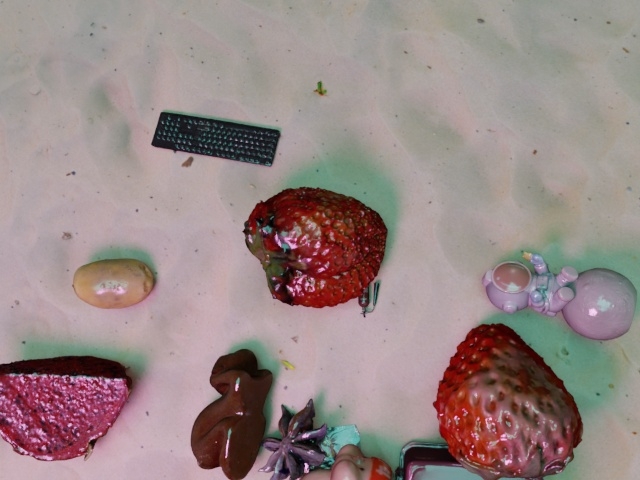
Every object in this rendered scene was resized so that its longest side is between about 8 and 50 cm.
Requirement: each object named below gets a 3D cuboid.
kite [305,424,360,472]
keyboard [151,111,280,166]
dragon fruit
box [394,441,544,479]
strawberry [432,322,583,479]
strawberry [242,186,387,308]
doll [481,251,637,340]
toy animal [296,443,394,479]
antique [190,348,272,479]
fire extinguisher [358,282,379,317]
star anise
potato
[{"bbox_3d":[0.047,0.512,1.291,0.141,0.015,0.245,-23,76,5],"label":"kite"},{"bbox_3d":[-0.254,-0.242,1.492,0.310,0.018,0.100,11,80,11],"label":"keyboard"},{"bbox_3d":[-0.562,0.362,1.365,0.317,0.152,0.204,4,97,-4],"label":"dragon fruit"},{"bbox_3d":[0.284,0.498,1.178,0.294,0.167,0.193,1,81,10],"label":"box"},{"bbox_3d":[0.342,0.271,1.153,0.265,0.149,0.336,-3,40,4],"label":"strawberry"},{"bbox_3d":[0.000,0.000,1.307,0.289,0.250,0.238,-22,40,-17],"label":"strawberry"},{"bbox_3d":[0.470,0.110,1.248,0.287,0.151,0.150,11,81,18],"label":"doll"},{"bbox_3d":[0.050,0.492,1.207,0.198,0.171,0.171,-23,76,4],"label":"toy animal"},{"bbox_3d":[-0.192,0.355,1.310,0.143,0.121,0.256,5,81,38],"label":"antique"},{"bbox_3d":[0.105,0.120,1.359,0.046,0.032,0.100,4,77,-25],"label":"fire extinguisher"},{"bbox_3d":[-0.052,0.411,1.269,0.205,0.061,0.180,-27,41,35],"label":"star anise"},{"bbox_3d":[-0.470,0.099,1.413,0.178,0.118,0.109,-4,113,-5],"label":"potato"}]
